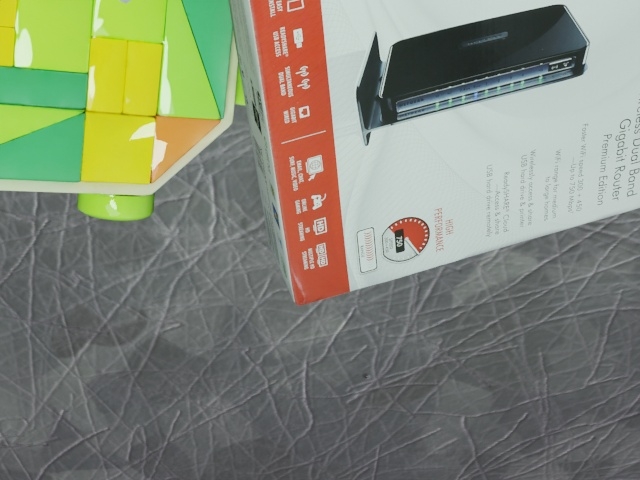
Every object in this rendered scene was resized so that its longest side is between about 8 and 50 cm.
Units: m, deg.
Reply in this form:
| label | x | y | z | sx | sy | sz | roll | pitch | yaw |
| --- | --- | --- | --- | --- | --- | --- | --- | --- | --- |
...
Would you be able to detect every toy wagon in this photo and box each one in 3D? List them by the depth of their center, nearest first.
| label | x | y | z | sx | sy | sz | roll | pitch | yaw |
| --- | --- | --- | --- | --- | --- | --- | --- | --- | --- |
| toy wagon | -0.149 | -0.147 | 0.711 | 0.344 | 0.068 | 0.267 | 1 | 104 | -25 |

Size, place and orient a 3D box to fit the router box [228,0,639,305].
| label | x | y | z | sx | sy | sz | roll | pitch | yaw |
| --- | --- | --- | --- | --- | --- | --- | --- | --- | --- |
| router box | 0.095 | -0.139 | 0.713 | 0.301 | 0.082 | 0.335 | -16 | 131 | -10 |

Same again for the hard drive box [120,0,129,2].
| label | x | y | z | sx | sy | sz | roll | pitch | yaw |
| --- | --- | --- | --- | --- | --- | --- | --- | --- | --- |
| hard drive box | -0.158 | -0.270 | 0.544 | 0.089 | 0.232 | 0.181 | -29 | 155 | 25 |
